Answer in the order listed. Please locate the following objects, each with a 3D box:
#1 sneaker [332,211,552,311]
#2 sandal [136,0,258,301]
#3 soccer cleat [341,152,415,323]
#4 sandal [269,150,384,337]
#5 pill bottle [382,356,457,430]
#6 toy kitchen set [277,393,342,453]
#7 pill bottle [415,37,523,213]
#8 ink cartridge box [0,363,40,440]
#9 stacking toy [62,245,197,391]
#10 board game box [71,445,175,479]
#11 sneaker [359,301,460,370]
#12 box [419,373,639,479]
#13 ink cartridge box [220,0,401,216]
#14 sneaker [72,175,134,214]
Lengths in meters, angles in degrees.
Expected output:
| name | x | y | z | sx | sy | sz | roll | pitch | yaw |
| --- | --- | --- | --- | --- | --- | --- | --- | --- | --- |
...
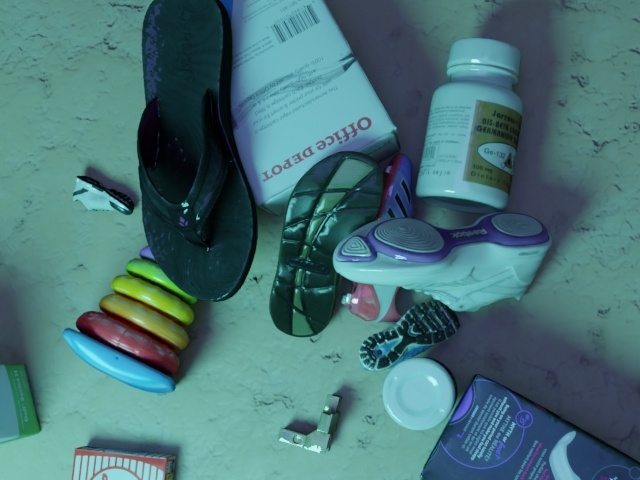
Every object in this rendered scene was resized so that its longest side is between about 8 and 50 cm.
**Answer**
| name | x | y | z | sx | sy | sz | roll | pitch | yaw |
| --- | --- | --- | --- | --- | --- | --- | --- | --- | --- |
| sneaker | 0.165 | 0.046 | 1.261 | 0.305 | 0.152 | 0.114 | -2 | 37 | -15 |
| sandal | -0.194 | -0.134 | 1.280 | 0.168 | 0.107 | 0.445 | -9 | 84 | 20 |
| soccer cleat | 0.103 | -0.001 | 1.352 | 0.095 | 0.083 | 0.247 | 17 | 84 | -8 |
| sandal | -0.002 | 0.001 | 1.323 | 0.120 | 0.086 | 0.302 | 22 | 119 | -1 |
| pill bottle | 0.139 | 0.205 | 1.264 | 0.094 | 0.169 | 0.094 | -1 | 83 | 10 |
| toy kitchen set | -0.016 | 0.257 | 1.336 | 0.075 | 0.068 | 0.083 | 14 | 85 | 11 |
| pill bottle | 0.217 | -0.161 | 1.318 | 0.131 | 0.131 | 0.229 | 9 | 84 | 11 |
| ink cartridge box | -0.572 | 0.249 | 1.289 | 0.207 | 0.353 | 0.119 | -16 | 80 | 7 |
| stacking toy | -0.235 | 0.065 | 1.371 | 0.175 | 0.166 | 0.301 | 26 | 76 | -3 |
| board game box | -0.299 | 0.410 | 1.377 | 0.147 | 0.045 | 0.193 | 3 | 83 | 10 |
| sneaker | 0.122 | 0.139 | 1.331 | 0.162 | 0.073 | 0.063 | -23 | 74 | -14 |
| box | 0.288 | 0.311 | 1.237 | 0.270 | 0.143 | 0.165 | 29 | 88 | 12 |
| ink cartridge box | -0.050 | -0.223 | 1.374 | 0.223 | 0.129 | 0.307 | -29 | 79 | 5 |
| sneaker | -0.340 | -0.062 | 1.455 | 0.109 | 0.040 | 0.043 | 27 | 104 | 16 |
